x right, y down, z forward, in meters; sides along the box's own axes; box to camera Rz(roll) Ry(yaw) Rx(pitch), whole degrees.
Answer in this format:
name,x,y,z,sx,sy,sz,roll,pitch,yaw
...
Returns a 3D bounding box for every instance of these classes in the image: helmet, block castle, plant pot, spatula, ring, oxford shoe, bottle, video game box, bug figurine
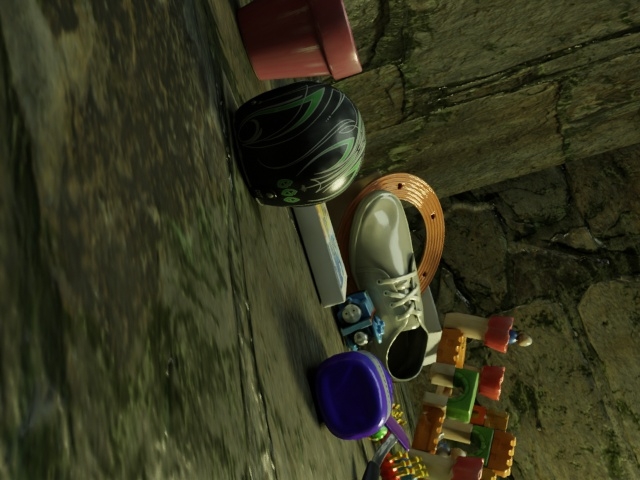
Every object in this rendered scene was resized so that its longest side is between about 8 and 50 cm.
name,x,y,z,sx,sy,sz,roll,pitch,yaw
helmet,-0.020,-0.127,1.092,0.169,0.162,0.169,-16,90,-84
block castle,0.344,0.417,1.895,0.303,0.213,0.453,84,22,-48
plant pot,-0.040,-0.366,1.442,0.201,0.180,0.201,-15,90,-84
spatula,0.100,0.353,1.350,0.084,0.030,0.296,50,23,-3
ring,0.152,0.012,1.860,0.032,0.337,0.336,20,-43,50
oxford shoe,0.159,0.110,1.789,0.130,0.169,0.449,19,-61,54
bottle,0.056,0.221,1.219,0.283,0.092,0.118,42,32,-79
video game box,0.000,0.000,1.506,0.187,0.048,0.205,-88,161,-79
bug figurine,0.135,0.399,1.578,0.279,0.072,0.216,48,20,-66

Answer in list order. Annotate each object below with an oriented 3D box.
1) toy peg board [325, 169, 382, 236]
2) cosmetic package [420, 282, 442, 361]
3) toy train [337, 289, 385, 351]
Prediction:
name,x,y,z,sx,sy,sz,roll,pitch,yaw
toy peg board,0.073,-0.069,1.878,0.079,0.161,0.161,51,-16,59
cosmetic package,0.209,0.227,2.122,0.365,0.197,0.155,63,12,-70
toy train,0.077,0.161,1.667,0.105,0.080,0.184,65,8,0
